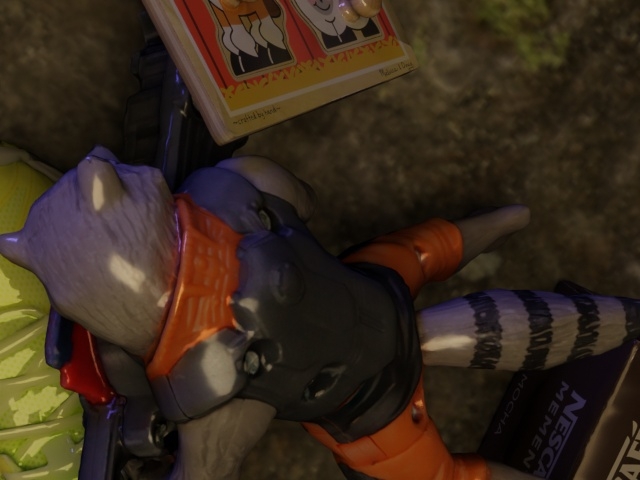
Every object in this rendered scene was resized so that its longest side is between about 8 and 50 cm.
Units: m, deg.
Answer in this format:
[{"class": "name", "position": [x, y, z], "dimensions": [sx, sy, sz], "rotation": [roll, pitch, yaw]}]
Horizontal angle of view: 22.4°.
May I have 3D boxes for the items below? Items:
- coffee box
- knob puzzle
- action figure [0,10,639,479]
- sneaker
[{"class": "coffee box", "position": [0.250, 0.161, 0.966], "dimensions": [0.297, 0.119, 0.168], "rotation": [21, 100, -18]}, {"class": "knob puzzle", "position": [-0.033, -0.155, 0.773], "dimensions": [0.030, 0.213, 0.213], "rotation": [-27, 116, 38]}, {"class": "action figure", "position": [0.000, 0.000, 0.790], "dimensions": [0.330, 0.178, 0.341], "rotation": [11, 71, -41]}, {"class": "sneaker", "position": [-0.113, 0.112, 0.849], "dimensions": [0.145, 0.147, 0.385], "rotation": [-32, 109, -2]}]
